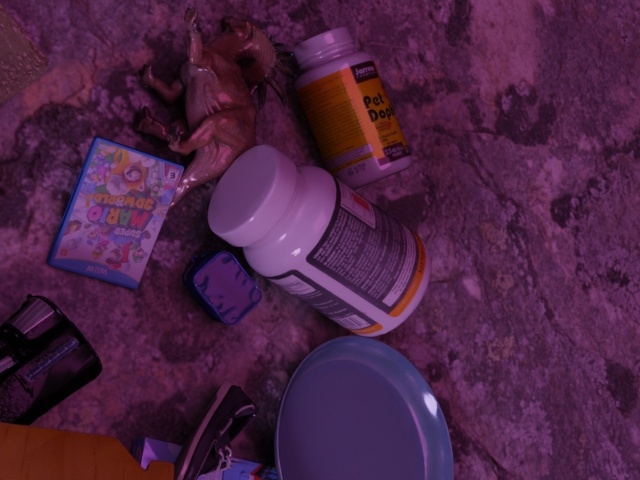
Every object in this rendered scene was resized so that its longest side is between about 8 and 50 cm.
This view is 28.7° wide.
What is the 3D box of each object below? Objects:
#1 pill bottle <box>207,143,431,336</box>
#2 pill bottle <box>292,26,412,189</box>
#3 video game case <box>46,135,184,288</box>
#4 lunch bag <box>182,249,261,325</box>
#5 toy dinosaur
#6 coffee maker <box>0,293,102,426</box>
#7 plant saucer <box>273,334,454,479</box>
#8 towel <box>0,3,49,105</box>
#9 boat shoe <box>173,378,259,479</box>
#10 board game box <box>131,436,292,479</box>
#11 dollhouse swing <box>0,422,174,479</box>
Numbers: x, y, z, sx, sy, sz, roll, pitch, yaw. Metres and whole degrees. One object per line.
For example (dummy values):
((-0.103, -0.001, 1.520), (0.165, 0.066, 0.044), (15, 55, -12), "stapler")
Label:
((0.000, 0.000, 1.622), (0.278, 0.162, 0.162), (34, 62, -33), "pill bottle")
((0.038, -0.182, 1.739), (0.117, 0.117, 0.215), (-23, 92, -35), "pill bottle")
((-0.249, -0.032, 1.527), (0.119, 0.015, 0.166), (18, 99, -29), "video game case")
((-0.131, 0.057, 1.603), (0.067, 0.065, 0.098), (-40, 103, -18), "lunch bag")
((-0.124, -0.177, 1.635), (0.200, 0.127, 0.295), (12, 78, -38), "toy dinosaur")
((-0.342, 0.176, 1.414), (0.178, 0.120, 0.171), (-38, 118, -32), "coffee maker")
((0.054, 0.285, 1.658), (0.318, 0.044, 0.317), (16, 65, -38), "plant saucer")
((-0.406, -0.213, 1.508), (0.110, 0.027, 0.148), (52, 56, -13), "towel")
((-0.124, 0.242, 1.509), (0.065, 0.075, 0.206), (34, 29, -3), "boat shoe")
((-0.142, 0.342, 1.540), (0.212, 0.039, 0.160), (18, 69, -28), "board game box")
((-0.349, 0.405, 1.292), (0.347, 0.305, 0.315), (8, 42, -9), "dollhouse swing")
